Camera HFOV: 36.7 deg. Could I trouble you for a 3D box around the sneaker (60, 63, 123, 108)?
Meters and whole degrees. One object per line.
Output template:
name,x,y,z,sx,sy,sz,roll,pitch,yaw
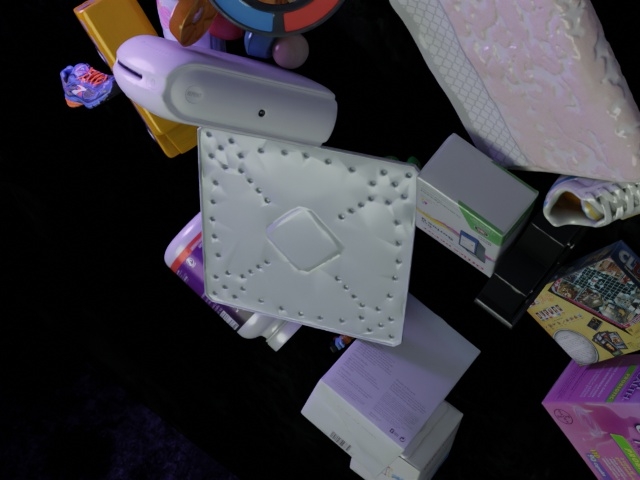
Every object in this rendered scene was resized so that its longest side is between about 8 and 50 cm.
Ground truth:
sneaker,-0.498,-0.336,2.066,0.221,0.083,0.087,4,127,46

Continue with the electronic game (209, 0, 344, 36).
electronic game,-0.060,-0.396,1.326,0.229,0.229,0.048,51,-170,-12

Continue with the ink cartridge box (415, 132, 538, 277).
ink cartridge box,0.229,-0.047,1.451,0.154,0.093,0.212,37,170,14

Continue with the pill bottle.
pill bottle,-0.169,0.084,2.087,0.323,0.181,0.181,43,151,1

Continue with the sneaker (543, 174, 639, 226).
sneaker,0.399,-0.062,1.273,0.228,0.092,0.087,-12,118,55

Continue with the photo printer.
photo printer,-0.162,-0.238,1.510,0.256,0.307,0.107,36,114,56

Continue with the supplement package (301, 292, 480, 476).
supplement package,0.133,0.275,1.867,0.199,0.263,0.198,39,151,9

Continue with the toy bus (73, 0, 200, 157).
toy bus,-0.323,-0.311,1.803,0.333,0.108,0.130,60,172,-25

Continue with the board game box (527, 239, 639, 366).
board game box,0.433,0.104,1.495,0.165,0.042,0.243,46,151,-4

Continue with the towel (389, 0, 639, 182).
towel,0.254,-0.220,1.242,0.332,0.053,0.317,56,159,-22

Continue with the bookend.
bookend,0.318,0.026,1.424,0.072,0.156,0.157,38,149,12

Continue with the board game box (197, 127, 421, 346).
board game box,-0.023,-0.012,1.710,0.390,0.050,0.390,13,127,13

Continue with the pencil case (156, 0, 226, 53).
pencil case,-0.213,-0.354,1.642,0.124,0.113,0.273,51,157,33

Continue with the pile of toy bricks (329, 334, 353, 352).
pile of toy bricks,0.094,0.254,2.054,0.118,0.105,0.212,57,-170,-16

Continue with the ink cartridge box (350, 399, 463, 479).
ink cartridge box,0.184,0.439,2.110,0.168,0.171,0.233,33,149,19

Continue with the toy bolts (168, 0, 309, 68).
toy bolts,-0.098,-0.331,1.464,0.158,0.218,0.228,35,167,9

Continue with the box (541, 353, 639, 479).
box,0.525,0.300,1.556,0.213,0.117,0.243,52,150,-14
